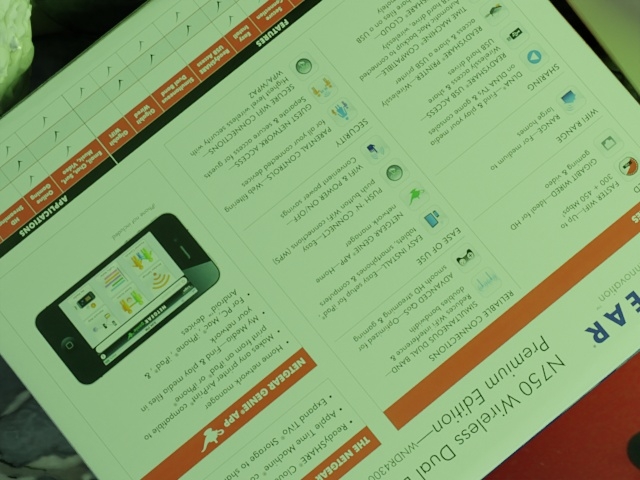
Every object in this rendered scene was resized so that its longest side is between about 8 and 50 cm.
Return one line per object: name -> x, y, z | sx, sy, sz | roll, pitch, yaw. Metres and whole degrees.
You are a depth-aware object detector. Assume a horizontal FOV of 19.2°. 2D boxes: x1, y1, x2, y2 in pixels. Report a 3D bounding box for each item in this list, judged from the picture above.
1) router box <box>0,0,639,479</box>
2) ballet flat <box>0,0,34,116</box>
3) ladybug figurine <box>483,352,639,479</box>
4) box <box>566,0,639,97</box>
router box -> 0.000, 0.000, 0.987 | 0.335, 0.301, 0.082 | -38, 171, -4
ballet flat -> -0.243, -0.064, 1.083 | 0.147, 0.147, 0.409 | 16, 128, -24
ladybug figurine -> 0.220, 0.073, 1.194 | 0.305, 0.162, 0.449 | -13, 155, -35
box -> 0.155, -0.190, 1.021 | 0.094, 0.113, 0.275 | -29, 134, 18
